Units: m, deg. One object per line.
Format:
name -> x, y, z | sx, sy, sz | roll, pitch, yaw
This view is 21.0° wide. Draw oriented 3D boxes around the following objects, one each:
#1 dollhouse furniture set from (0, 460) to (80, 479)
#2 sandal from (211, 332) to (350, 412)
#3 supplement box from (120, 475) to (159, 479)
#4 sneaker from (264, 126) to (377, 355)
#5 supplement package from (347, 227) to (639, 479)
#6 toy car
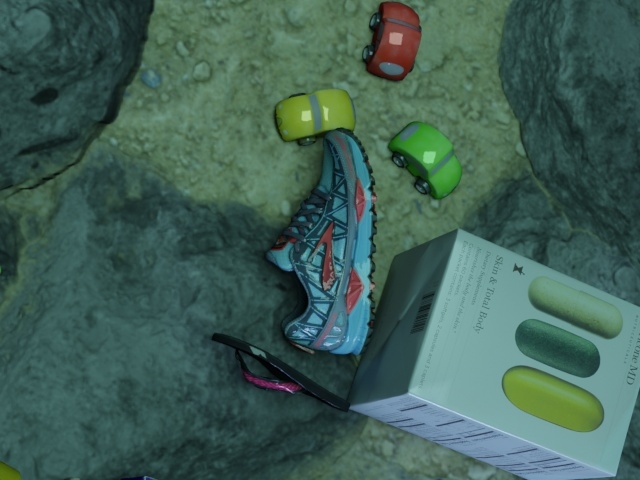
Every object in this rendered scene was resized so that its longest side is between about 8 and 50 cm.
dollhouse furniture set -> -0.310, 0.351, 1.700 | 0.198, 0.303, 0.286 | -1, 81, -18
sandal -> -0.048, 0.158, 1.954 | 0.179, 0.067, 0.040 | 32, 83, -14
supplement box -> -0.183, 0.374, 1.842 | 0.114, 0.111, 0.220 | 21, 75, -15
sneaker -> 0.000, 0.000, 1.969 | 0.125, 0.104, 0.262 | 1, 87, -8
supplement package -> 0.206, 0.138, 1.971 | 0.263, 0.198, 0.199 | 23, 74, -14
toy car -> 0.092, -0.147, 2.058 | 0.225, 0.053, 0.239 | 47, 70, -6
